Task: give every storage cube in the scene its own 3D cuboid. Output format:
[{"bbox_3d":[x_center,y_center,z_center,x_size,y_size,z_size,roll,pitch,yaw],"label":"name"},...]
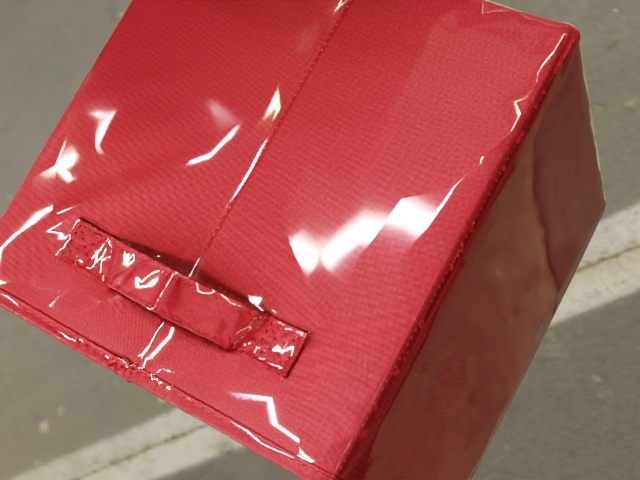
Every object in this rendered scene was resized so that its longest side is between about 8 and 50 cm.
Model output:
[{"bbox_3d":[0.000,0.000,0.517,0.183,0.215,0.193,25,80,24],"label":"storage cube"}]
